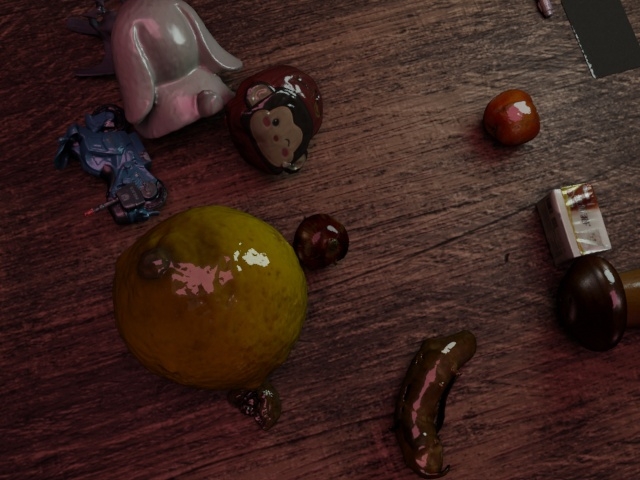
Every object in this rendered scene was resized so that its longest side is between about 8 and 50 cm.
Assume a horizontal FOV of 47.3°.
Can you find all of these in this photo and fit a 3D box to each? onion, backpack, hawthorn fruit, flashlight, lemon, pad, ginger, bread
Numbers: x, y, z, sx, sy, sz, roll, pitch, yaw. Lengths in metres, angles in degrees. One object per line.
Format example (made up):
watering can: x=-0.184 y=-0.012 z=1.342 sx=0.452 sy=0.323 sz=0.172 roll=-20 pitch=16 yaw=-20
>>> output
onion: x=0.000 y=0.000 z=1.501 sx=0.117 sy=0.118 sz=0.119 roll=-22 pitch=78 yaw=-31
backpack: x=-0.090 y=-0.259 z=1.522 sx=0.138 sy=0.229 sz=0.229 roll=27 pitch=72 yaw=45
hawthorn fruit: x=0.417 y=-0.263 z=1.591 sx=0.128 sy=0.128 sz=0.128 roll=1 pitch=77 yaw=-3
flashlight: x=0.515 y=-0.572 z=1.710 sx=0.031 sy=0.052 sz=0.110 roll=-21 pitch=84 yaw=28
lemon: x=-0.202 y=0.102 z=1.333 sx=0.349 sy=0.387 sz=0.350 roll=-7 pitch=62 yaw=15
pad: x=0.664 y=-0.488 z=1.713 sx=0.142 sy=0.003 sz=0.212 roll=-16 pitch=78 yaw=-7
ginger: x=0.219 y=0.309 z=1.448 sx=0.132 sy=0.107 sz=0.310 roll=12 pitch=72 yaw=14
bread: x=-0.125 y=0.316 z=1.446 sx=0.113 sy=0.060 sz=0.082 roll=33 pitch=79 yaw=6

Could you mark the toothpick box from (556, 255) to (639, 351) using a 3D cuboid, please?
toothpick box: x=0.630 y=0.118 z=1.480 sx=0.294 sy=0.192 sz=0.192 roll=-6 pitch=77 yaw=-10

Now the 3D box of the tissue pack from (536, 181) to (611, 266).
tissue pack: x=0.534 y=-0.033 z=1.546 sx=0.099 sy=0.106 sz=0.149 roll=-12 pitch=78 yaw=-6

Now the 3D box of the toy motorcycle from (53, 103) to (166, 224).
toy motorcycle: x=-0.440 y=-0.149 z=1.507 sx=0.182 sy=0.123 sz=0.272 roll=-27 pitch=79 yaw=-20

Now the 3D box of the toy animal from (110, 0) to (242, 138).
toy animal: x=-0.305 y=-0.367 z=1.475 sx=0.271 sy=0.206 sz=0.265 roll=-31 pitch=113 yaw=-22

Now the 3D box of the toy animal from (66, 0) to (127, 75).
toy animal: x=-0.441 y=-0.453 z=1.601 sx=0.255 sy=0.176 sz=0.239 roll=10 pitch=70 yaw=34
